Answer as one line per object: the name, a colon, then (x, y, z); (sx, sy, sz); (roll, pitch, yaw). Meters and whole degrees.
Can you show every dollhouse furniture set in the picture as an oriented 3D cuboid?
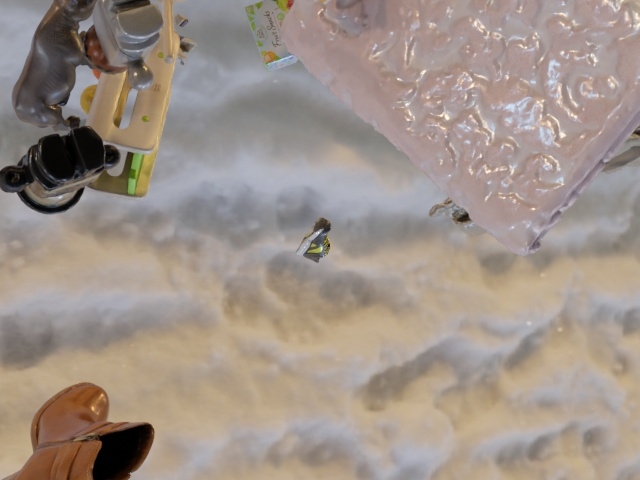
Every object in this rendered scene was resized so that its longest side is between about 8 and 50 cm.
dollhouse furniture set: (-0.268, -0.399, 1.979); (0.081, 0.091, 0.114); (55, 22, 13)

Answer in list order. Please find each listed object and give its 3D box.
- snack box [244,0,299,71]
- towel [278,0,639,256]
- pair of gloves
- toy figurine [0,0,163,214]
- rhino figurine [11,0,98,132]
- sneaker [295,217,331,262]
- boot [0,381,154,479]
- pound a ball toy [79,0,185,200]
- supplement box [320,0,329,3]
snack box: (-0.085, -0.421, 1.947); (0.037, 0.100, 0.141); (67, 3, -71)
towel: (0.152, -0.207, 0.830); (0.317, 0.332, 0.053); (-53, 153, 19)
pair of gloves: (0.262, -0.073, 1.095); (0.204, 0.240, 0.042); (-4, 68, -47)
toy figurine: (-0.247, -0.144, 0.782); (0.213, 0.148, 0.209); (24, 75, -18)
rhino figurine: (-0.352, -0.260, 1.315); (0.106, 0.073, 0.243); (-11, 130, -56)
sneaker: (0.000, 0.000, 1.175); (0.035, 0.083, 0.031); (31, 59, -7)
boot: (-0.309, 0.264, 1.291); (0.109, 0.220, 0.283); (58, 31, -10)
pound a ball toy: (-0.302, -0.254, 1.513); (0.136, 0.208, 0.319); (11, 52, -9)
supplement box: (-0.001, -0.264, 0.833); (0.062, 0.036, 0.098); (26, 60, -31)
